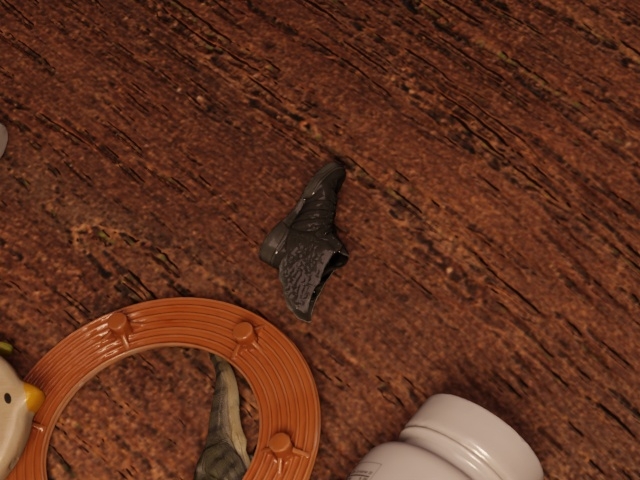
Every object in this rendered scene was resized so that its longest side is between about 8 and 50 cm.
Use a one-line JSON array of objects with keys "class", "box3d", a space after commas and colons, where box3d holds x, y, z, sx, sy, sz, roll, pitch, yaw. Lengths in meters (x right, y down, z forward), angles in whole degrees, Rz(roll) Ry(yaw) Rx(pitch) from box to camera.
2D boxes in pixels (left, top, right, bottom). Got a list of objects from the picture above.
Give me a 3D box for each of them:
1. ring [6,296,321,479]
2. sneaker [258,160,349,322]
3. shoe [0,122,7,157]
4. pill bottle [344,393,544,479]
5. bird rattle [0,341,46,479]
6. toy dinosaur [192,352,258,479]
[{"class": "ring", "box3d": [-0.166, 0.188, 1.358, 0.336, 0.032, 0.336, -8, 52, 10]}, {"class": "sneaker", "box3d": [0.000, -0.001, 1.506, 0.089, 0.051, 0.170, 31, 68, 19]}, {"class": "shoe", "box3d": [-0.423, -0.071, 1.551, 0.081, 0.063, 0.178, 16, 54, 13]}, {"class": "pill bottle", "box3d": [0.070, 0.284, 1.259, 0.160, 0.160, 0.283, 32, 64, 19]}, {"class": "bird rattle", "box3d": [-0.383, 0.169, 1.345, 0.207, 0.143, 0.253, 26, 65, 19]}, {"class": "toy dinosaur", "box3d": [-0.073, 0.219, 1.364, 0.118, 0.064, 0.268, 0, 54, 9]}]
